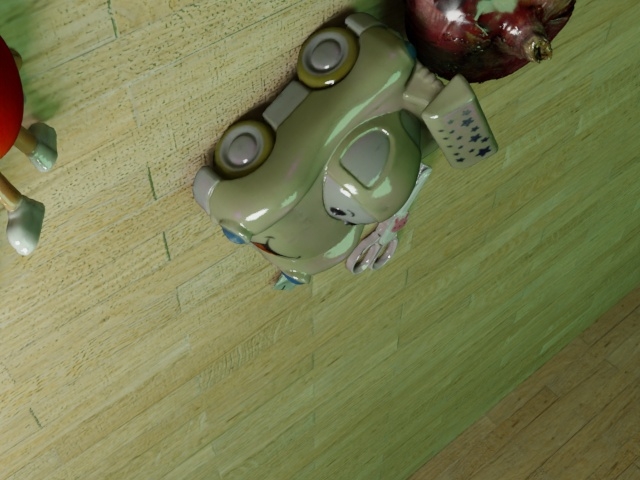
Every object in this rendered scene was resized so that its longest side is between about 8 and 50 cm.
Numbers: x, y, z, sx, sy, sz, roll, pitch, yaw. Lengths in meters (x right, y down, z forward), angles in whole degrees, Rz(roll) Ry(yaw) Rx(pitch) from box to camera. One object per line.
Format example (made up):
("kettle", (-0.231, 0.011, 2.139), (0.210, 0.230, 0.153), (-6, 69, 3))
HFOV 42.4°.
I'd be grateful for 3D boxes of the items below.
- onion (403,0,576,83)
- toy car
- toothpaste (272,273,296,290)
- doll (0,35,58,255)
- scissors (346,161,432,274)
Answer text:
("onion", (0.232, -0.310, 1.078), (0.252, 0.219, 0.252), (-24, 144, -19))
("toy car", (0.036, -0.093, 1.078), (0.336, 0.226, 0.242), (-49, 151, 0))
("toothpaste", (0.000, 0.000, 1.342), (0.218, 0.041, 0.064), (-51, 156, 15))
("doll", (-0.301, -0.108, 0.718), (0.085, 0.183, 0.217), (-7, 143, 8))
("scissors", (0.131, -0.038, 1.468), (0.118, 0.030, 0.242), (-9, 136, -49))
